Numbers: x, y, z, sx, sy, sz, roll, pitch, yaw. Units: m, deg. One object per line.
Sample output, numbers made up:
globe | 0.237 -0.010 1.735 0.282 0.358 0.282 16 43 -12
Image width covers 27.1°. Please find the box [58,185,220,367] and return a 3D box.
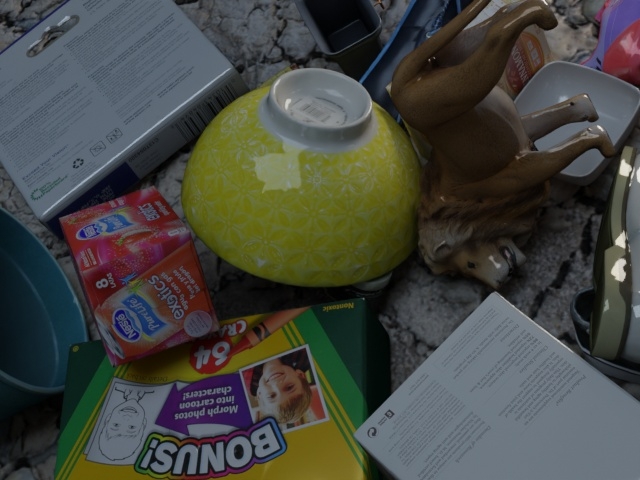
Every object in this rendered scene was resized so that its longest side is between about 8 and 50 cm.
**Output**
box | -0.212 0.034 1.514 0.128 0.122 0.257 -20 18 -10

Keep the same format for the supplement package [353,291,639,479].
supplement package | 0.210 0.230 1.253 0.199 0.198 0.263 -44 53 -9

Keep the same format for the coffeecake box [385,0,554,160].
coffeecake box | 0.182 -0.187 1.561 0.185 0.142 0.068 -44 53 -7

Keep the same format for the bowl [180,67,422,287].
bowl | -0.010 -0.100 1.502 0.289 0.156 0.289 6 40 -5

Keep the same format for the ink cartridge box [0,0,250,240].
ink cartridge box | -0.307 -0.204 1.825 0.324 0.071 0.330 -38 50 -3

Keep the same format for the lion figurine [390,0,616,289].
lion figurine | 0.159 -0.120 1.373 0.240 0.392 0.142 -25 42 12

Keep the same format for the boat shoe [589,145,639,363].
boat shoe | 0.324 0.017 1.292 0.103 0.113 0.302 10 39 8

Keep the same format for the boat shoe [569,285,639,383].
boat shoe | 0.398 0.098 1.315 0.306 0.105 0.113 16 67 30

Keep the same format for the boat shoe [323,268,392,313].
boat shoe | 0.000 0.000 1.562 0.081 0.068 0.228 -16 47 -29

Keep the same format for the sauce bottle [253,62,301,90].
sauce bottle | -0.074 -0.181 1.729 0.128 0.042 0.042 -37 53 1

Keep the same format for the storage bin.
storage bin | 0.040 -0.273 1.707 0.098 0.091 0.135 -29 54 4

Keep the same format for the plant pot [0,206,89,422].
plant pot | -0.461 0.124 1.578 0.255 0.271 0.271 -34 51 18

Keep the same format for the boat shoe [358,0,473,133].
boat shoe | 0.144 -0.237 1.652 0.089 0.109 0.258 32 92 27

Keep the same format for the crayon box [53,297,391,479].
crayon box | -0.107 0.245 1.433 0.363 0.106 0.313 -10 56 17

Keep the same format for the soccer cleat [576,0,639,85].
soccer cleat | 0.379 -0.293 1.588 0.095 0.083 0.248 6 65 31

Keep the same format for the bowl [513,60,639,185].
bowl | 0.291 -0.131 1.537 0.142 0.053 0.142 27 74 33
